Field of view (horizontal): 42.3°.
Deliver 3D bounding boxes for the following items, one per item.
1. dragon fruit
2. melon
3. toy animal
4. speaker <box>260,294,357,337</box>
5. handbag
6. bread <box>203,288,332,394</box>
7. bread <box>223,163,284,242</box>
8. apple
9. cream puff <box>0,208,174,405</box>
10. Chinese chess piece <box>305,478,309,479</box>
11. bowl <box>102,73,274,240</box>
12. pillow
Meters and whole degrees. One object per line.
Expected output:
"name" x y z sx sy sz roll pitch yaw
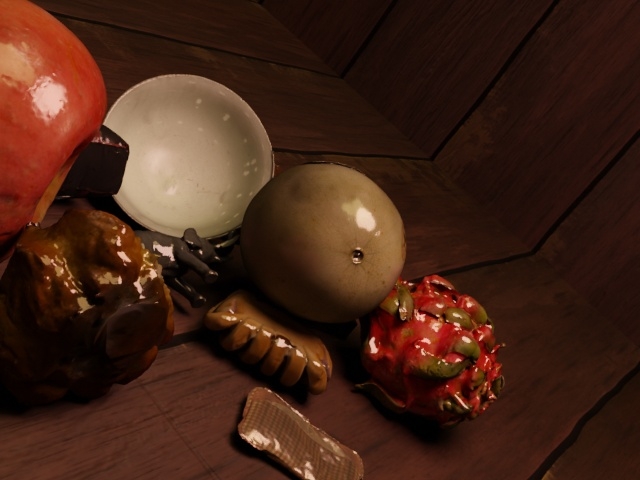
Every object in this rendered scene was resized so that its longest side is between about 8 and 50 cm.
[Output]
"dragon fruit" 0.188 0.187 1.474 0.302 0.237 0.231 54 22 17
"melon" 0.000 0.000 1.387 0.268 0.268 0.330 29 -2 -19
"toy animal" -0.217 0.037 1.320 0.269 0.082 0.137 -6 46 -40
"speaker" -0.020 0.132 1.527 0.191 0.040 0.046 21 29 -35
"handbag" -0.439 -0.147 1.310 0.169 0.155 0.215 34 20 35
"bread" -0.083 0.162 1.325 0.225 0.081 0.134 31 18 -9
"bread" -0.028 -0.059 1.728 0.416 0.165 0.113 11 39 -48
"apple" -0.460 -0.146 0.998 0.364 0.364 0.364 31 23 -15
"cream puff" -0.278 0.080 0.974 0.241 0.269 0.155 -9 38 -47
"Chinese chess piece" -0.007 0.396 0.967 0.238 0.092 0.238 30 23 -14
"bowl" -0.256 -0.132 1.512 0.313 0.146 0.313 6 73 -21
"pillow" -0.025 0.300 1.203 0.211 0.034 0.135 36 21 -8
